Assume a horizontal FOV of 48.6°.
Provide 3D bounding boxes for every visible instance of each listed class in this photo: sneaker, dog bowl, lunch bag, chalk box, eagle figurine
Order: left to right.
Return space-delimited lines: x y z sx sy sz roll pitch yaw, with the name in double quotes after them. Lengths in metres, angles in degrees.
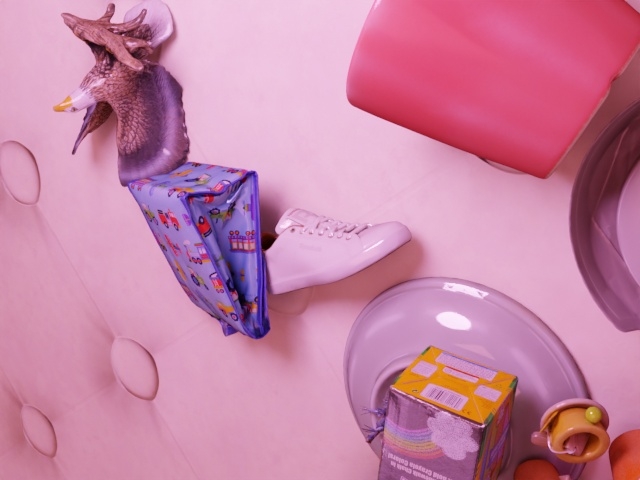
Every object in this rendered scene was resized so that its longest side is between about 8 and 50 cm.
-0.350 -0.249 1.219 0.298 0.225 0.226 90 173 -55 "eagle figurine"
-0.184 0.031 1.182 0.221 0.138 0.293 15 122 53 "lunch bag"
0.000 0.000 1.087 0.290 0.106 0.123 -18 98 39 "sneaker"
0.163 0.274 0.935 0.132 0.132 0.213 18 117 27 "chalk box"
0.458 -0.022 0.766 0.349 0.102 0.348 12 112 31 "dog bowl"

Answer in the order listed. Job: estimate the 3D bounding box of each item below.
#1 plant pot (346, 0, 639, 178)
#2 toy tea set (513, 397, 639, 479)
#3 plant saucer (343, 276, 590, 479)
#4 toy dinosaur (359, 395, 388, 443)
0.201 -0.212 0.790 0.243 0.275 0.274 34 123 10 "plant pot"
0.339 0.367 0.931 0.200 0.124 0.336 16 122 -7 "toy tea set"
0.188 0.256 1.057 0.401 0.101 0.400 13 114 31 "plant saucer"
0.092 0.272 1.041 0.090 0.047 0.082 12 132 20 "toy dinosaur"
